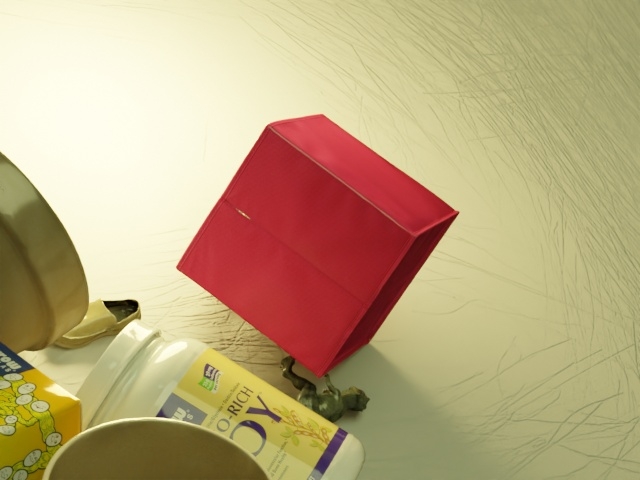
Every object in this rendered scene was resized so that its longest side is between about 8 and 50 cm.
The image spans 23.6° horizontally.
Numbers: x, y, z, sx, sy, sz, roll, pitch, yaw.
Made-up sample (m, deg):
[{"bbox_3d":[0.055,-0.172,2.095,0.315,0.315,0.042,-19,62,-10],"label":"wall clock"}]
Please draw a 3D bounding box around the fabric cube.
[{"bbox_3d":[0.000,0.000,2.171,0.258,0.259,0.254,37,17,9],"label":"fabric cube"}]

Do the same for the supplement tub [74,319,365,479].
[{"bbox_3d":[-0.138,0.267,1.869,0.331,0.241,0.241,31,40,4],"label":"supplement tub"}]

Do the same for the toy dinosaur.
[{"bbox_3d":[-0.040,0.226,2.112,0.268,0.064,0.118,-25,69,-40],"label":"toy dinosaur"}]

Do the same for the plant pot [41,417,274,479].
[{"bbox_3d":[-0.190,0.381,1.675,0.256,0.274,0.256,10,32,-6],"label":"plant pot"}]

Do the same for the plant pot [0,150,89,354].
[{"bbox_3d":[-0.492,0.058,1.873,0.323,0.323,0.280,39,57,13],"label":"plant pot"}]

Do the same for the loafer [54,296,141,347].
[{"bbox_3d":[-0.309,0.106,2.093,0.148,0.050,0.056,-15,56,-40],"label":"loafer"}]

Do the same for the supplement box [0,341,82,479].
[{"bbox_3d":[-0.460,0.270,1.674,0.356,0.195,0.194,-19,36,-40],"label":"supplement box"}]
